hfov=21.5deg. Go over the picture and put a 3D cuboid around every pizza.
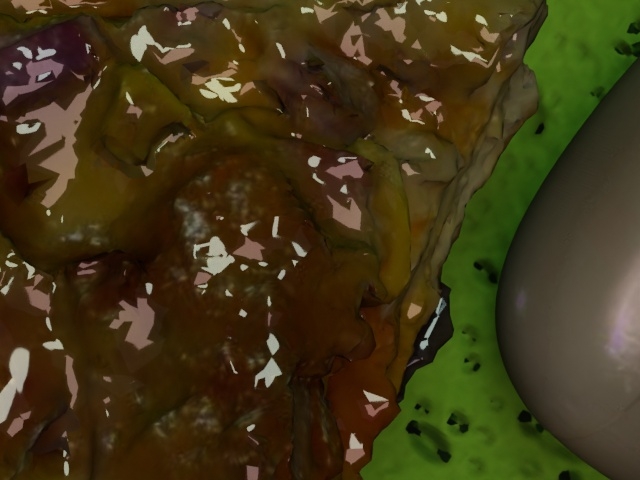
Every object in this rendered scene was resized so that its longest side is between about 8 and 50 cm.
[{"bbox_3d":[-0.104,0.045,0.489,0.408,0.114,0.278,-21,76,-2],"label":"pizza"}]

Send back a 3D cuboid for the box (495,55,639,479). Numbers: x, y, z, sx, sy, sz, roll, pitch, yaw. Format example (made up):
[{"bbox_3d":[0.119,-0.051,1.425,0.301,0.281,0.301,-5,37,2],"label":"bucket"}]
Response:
[{"bbox_3d":[0.151,-0.003,0.568,0.146,0.088,0.200,37,95,-18],"label":"box"}]
